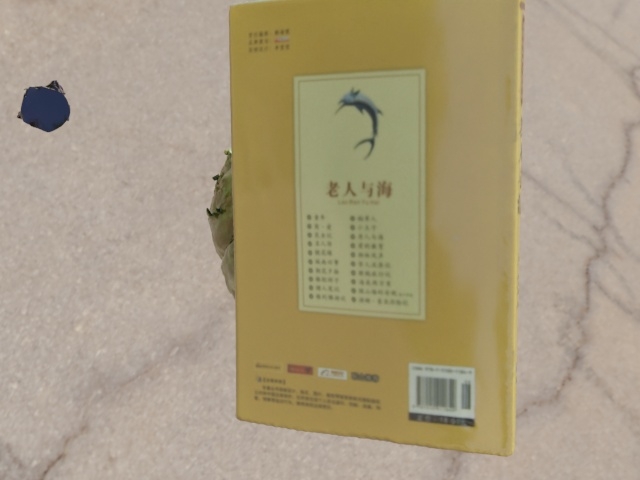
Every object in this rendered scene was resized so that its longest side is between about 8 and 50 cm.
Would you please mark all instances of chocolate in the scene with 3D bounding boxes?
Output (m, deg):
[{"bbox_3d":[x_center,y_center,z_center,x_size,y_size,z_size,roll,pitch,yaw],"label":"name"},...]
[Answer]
[{"bbox_3d":[-0.367,-0.183,1.152,0.072,0.070,0.147,-31,28,-14],"label":"chocolate"}]

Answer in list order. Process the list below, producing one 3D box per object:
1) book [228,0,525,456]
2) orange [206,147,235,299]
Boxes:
[{"bbox_3d":[0.039,-0.019,0.754,0.032,0.269,0.389,-11,103,-64],"label":"book"},{"bbox_3d":[0.000,0.000,1.046,0.301,0.223,0.300,-98,167,-59],"label":"orange"}]
